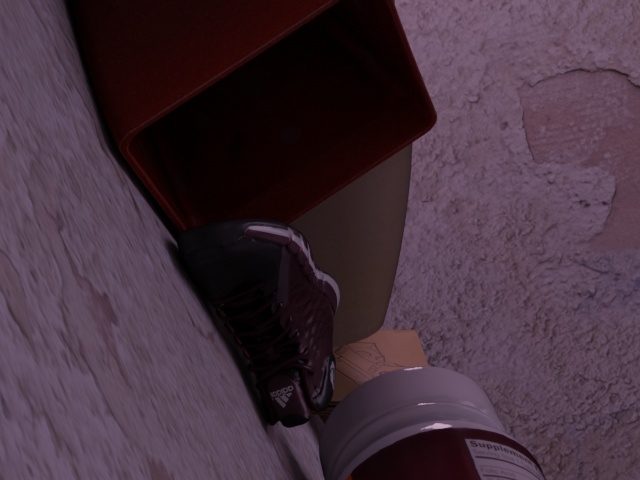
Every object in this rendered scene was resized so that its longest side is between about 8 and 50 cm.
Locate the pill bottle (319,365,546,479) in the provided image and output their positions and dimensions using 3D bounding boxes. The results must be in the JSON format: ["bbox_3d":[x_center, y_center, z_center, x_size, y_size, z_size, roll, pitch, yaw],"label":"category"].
[{"bbox_3d":[0.127,0.310,1.620,0.392,0.224,0.224,-110,175,-53],"label":"pill bottle"}]

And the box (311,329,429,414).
[{"bbox_3d":[0.052,0.157,2.099,0.201,0.164,0.021,-106,-161,-67],"label":"box"}]

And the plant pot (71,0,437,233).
[{"bbox_3d":[-0.085,-0.178,1.616,0.236,0.267,0.267,55,-3,30],"label":"plant pot"}]

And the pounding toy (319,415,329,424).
[{"bbox_3d":[0.078,0.211,2.114,0.269,0.154,0.155,-101,167,-77],"label":"pounding toy"}]

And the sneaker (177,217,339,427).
[{"bbox_3d":[-0.042,0.087,1.621,0.281,0.106,0.162,37,43,-61],"label":"sneaker"}]

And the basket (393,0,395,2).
[{"bbox_3d":[-0.084,-0.308,1.915,0.223,0.299,0.213,-109,175,-50],"label":"basket"}]

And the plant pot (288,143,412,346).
[{"bbox_3d":[-0.003,-0.025,2.007,0.256,0.256,0.274,-104,-175,-71],"label":"plant pot"}]
